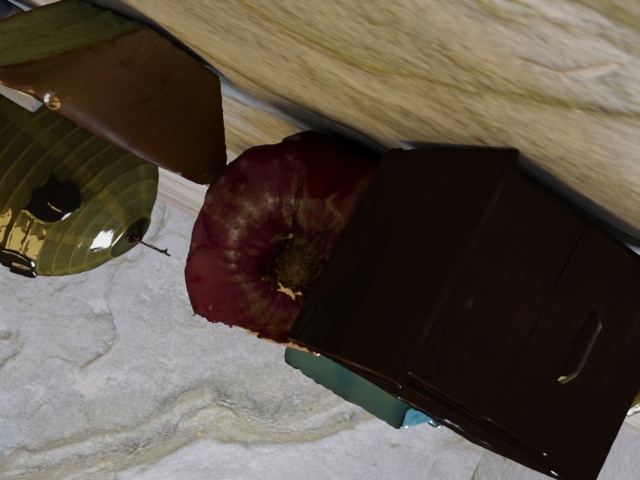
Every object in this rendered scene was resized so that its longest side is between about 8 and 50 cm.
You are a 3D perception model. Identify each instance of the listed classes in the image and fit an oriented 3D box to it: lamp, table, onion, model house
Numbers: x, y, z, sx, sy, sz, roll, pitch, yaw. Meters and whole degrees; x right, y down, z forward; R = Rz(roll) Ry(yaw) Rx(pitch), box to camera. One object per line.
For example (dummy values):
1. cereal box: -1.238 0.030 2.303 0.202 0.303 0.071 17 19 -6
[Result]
1. lamp: -0.289 -0.059 1.267 0.284 0.250 0.250 38 176 7
2. table: 0.123 0.054 0.789 0.193 0.169 0.172 33 171 -25
3. onion: -0.004 0.000 0.920 0.207 0.200 0.200 22 173 33
4. model house: 0.138 0.120 1.509 0.261 0.225 0.241 27 -169 40

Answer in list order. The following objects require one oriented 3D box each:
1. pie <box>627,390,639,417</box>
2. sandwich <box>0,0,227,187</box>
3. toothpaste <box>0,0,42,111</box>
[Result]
1. pie: 0.287 0.133 1.080 0.201 0.090 0.248 -17 169 -5
2. sandwich: -0.161 -0.127 0.890 0.094 0.096 0.258 30 180 36
3. toothpaste: -0.407 -0.248 1.008 0.371 0.080 0.125 31 175 -5
